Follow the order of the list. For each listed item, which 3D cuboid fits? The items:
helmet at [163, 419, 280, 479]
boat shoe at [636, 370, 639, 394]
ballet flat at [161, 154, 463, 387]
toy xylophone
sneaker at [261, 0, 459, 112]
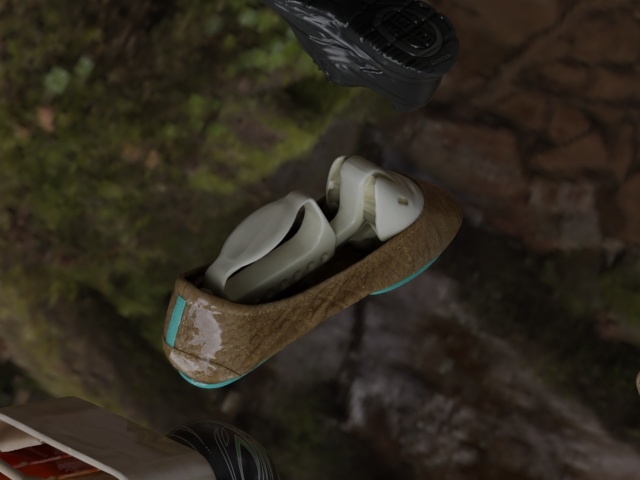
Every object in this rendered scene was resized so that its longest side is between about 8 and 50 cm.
[{"bbox_3d":[-0.127,0.289,1.988,0.169,0.161,0.169,9,169,2],"label":"helmet"},{"bbox_3d":[0.474,0.231,1.847,0.341,0.110,0.121,41,133,49],"label":"boat shoe"},{"bbox_3d":[0.000,0.000,1.497,0.116,0.342,0.124,34,141,37],"label":"ballet flat"},{"bbox_3d":[-0.268,0.244,1.839,0.236,0.081,0.323,-3,-164,-40],"label":"toy xylophone"},{"bbox_3d":[0.009,-0.230,1.823,0.286,0.109,0.130,39,151,14],"label":"sneaker"}]
